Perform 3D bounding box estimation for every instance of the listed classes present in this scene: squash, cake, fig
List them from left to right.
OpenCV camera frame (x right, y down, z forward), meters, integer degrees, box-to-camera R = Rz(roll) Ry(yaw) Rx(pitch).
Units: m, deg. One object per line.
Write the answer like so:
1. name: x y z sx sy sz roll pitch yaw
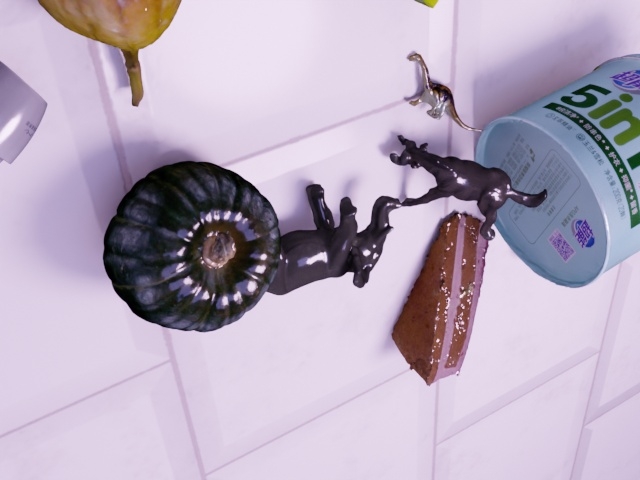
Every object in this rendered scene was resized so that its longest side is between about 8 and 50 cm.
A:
1. fig: -0.199 -0.232 0.760 0.159 0.159 0.257 -25 149 -20
2. squash: -0.151 0.009 0.922 0.218 0.172 0.218 -20 130 -26
3. cake: 0.212 0.093 1.331 0.115 0.112 0.296 5 104 -41

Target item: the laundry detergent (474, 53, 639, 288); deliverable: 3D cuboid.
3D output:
1. laundry detergent: 0.448 -0.121 1.193 0.305 0.287 0.287 -28 133 -17

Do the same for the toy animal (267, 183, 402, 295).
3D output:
1. toy animal: 0.000 -0.003 1.086 0.244 0.115 0.146 -9 122 -5

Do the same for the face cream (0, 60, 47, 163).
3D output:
1. face cream: -0.327 -0.124 0.757 0.095 0.091 0.091 -50 136 -8

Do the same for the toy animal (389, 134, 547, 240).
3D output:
1. toy animal: 0.208 -0.079 1.136 0.148 0.232 0.085 105 7 -79

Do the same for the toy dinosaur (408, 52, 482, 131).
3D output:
1. toy dinosaur: 0.170 -0.196 1.110 0.058 0.037 0.180 -46 135 7

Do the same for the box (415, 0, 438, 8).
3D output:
1. box: 0.080 -0.432 0.868 0.335 0.047 0.187 26 103 -45
